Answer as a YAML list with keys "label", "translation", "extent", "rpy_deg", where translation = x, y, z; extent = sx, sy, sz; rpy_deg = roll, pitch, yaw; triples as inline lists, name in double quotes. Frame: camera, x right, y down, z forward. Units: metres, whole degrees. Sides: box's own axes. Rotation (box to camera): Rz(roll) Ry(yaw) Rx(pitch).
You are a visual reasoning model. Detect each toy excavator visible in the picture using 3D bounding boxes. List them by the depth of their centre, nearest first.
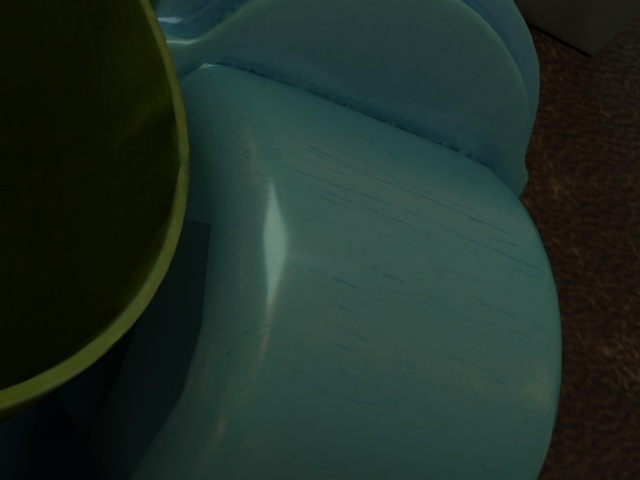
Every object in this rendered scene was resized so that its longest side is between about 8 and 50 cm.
- label: "toy excavator"
  translation: [-0.035, 0.110, 0.638]
  extent: [0.222, 0.433, 0.445]
  rpy_deg: [19, 20, -37]

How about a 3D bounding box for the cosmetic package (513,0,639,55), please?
- label: "cosmetic package"
  translation: [0.179, -0.286, 1.313]
  extent: [0.224, 0.225, 0.138]
  rpy_deg: [23, 43, -31]

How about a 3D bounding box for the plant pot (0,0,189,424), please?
- label: "plant pot"
  translation: [-0.236, 0.005, 0.565]
  extent: [0.275, 0.293, 0.274]
  rpy_deg: [27, 41, -27]
